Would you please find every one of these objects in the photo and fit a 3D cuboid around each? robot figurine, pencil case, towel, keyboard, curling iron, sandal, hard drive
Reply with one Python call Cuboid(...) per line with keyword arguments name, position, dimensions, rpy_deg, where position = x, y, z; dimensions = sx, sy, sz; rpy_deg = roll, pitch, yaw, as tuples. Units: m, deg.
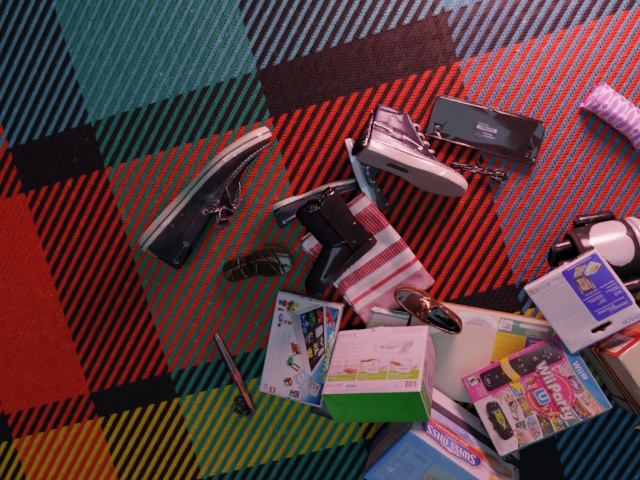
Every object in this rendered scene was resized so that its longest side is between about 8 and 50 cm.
Cuboid(name="robot figurine", position=(0.755, 0.034, 1.571), dimensions=(0.278, 0.173, 0.209), rpy_deg=(-12, 95, 6))
Cuboid(name="pencil case", position=(0.794, -0.328, 1.574), dimensions=(0.206, 0.086, 0.088), rpy_deg=(38, 132, 2))
Cuboid(name="towel", position=(0.183, 0.263, 1.690), dimensions=(0.113, 0.023, 0.152), rpy_deg=(11, 117, -4))
Cuboid(name="keyboard", position=(0.444, -0.268, 1.635), dimensions=(0.317, 0.033, 0.202), rpy_deg=(16, 95, 4))
Cuboid(name="curling iron", position=(-0.266, 0.406, 1.767), dimensions=(0.068, 0.035, 0.274), rpy_deg=(-19, 95, 6))
Cuboid(name="sandal", position=(-0.177, 0.071, 1.715), dimensions=(0.219, 0.060, 0.090), rpy_deg=(-17, 89, 21))
Cuboid(name="hard drive", position=(0.037, 0.460, 1.755), dimensions=(0.094, 0.022, 0.135), rpy_deg=(20, 98, 3))
Cuboid(name="towel", position=(0.130, 0.061, 1.662), dimensions=(0.237, 0.037, 0.329), rpy_deg=(-37, 100, 14))

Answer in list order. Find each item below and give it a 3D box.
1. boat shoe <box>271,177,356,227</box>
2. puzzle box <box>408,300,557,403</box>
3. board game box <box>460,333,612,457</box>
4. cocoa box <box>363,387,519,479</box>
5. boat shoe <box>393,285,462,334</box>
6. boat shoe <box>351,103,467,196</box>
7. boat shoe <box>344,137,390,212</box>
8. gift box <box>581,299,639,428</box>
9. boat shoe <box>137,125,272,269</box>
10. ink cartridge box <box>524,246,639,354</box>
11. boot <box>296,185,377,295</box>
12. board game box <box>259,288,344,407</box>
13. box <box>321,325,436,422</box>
Cuboid(name="boat shoe", position=(-0.013, -0.105, 1.658), dimensions=(0.254, 0.095, 0.079), rpy_deg=(-20, 93, 8))
Cuboid(name="puzzle box", position=(0.444, 0.329, 1.692), dimensions=(0.409, 0.052, 0.272), rpy_deg=(10, 97, 3))
Cuboid(name="board game box", position=(0.560, 0.407, 1.565), dimensions=(0.303, 0.097, 0.224), rpy_deg=(-26, 61, 5))
Cuboid(name="cocoa box", position=(0.333, 0.604, 1.615), dimensions=(0.347, 0.228, 0.231), rpy_deg=(35, 118, 0))
Cuboid(name="boat shoe", position=(0.297, 0.191, 1.624), dimensions=(0.207, 0.073, 0.073), rpy_deg=(26, 103, 1))
Cuboid(name="boat shoe", position=(0.261, -0.247, 1.609), dimensions=(0.340, 0.127, 0.158), rpy_deg=(22, 71, -16))
Cuboid(name="boat shoe", position=(0.134, -0.183, 1.647), dimensions=(0.076, 0.080, 0.228), rpy_deg=(-22, 95, 1))
Cuboid(name="gift box", position=(0.860, 0.338, 1.563), dimensions=(0.276, 0.255, 0.258), rpy_deg=(-37, 91, 2))
Cuboid(name="boat shoe", position=(-0.295, -0.113, 1.643), dimensions=(0.156, 0.187, 0.500), rpy_deg=(44, 103, -6))
Cuboid(name="ink cartridge box", position=(0.666, 0.154, 1.504), dimensions=(0.206, 0.045, 0.208), rpy_deg=(-36, 87, 27))
Cuboid(name="boot", position=(0.000, 0.000, 1.584), dimensions=(0.246, 0.094, 0.207), rpy_deg=(-41, 104, 6))
Cuboid(name="board game box", position=(-0.055, 0.311, 1.718), dimensions=(0.193, 0.053, 0.305), rpy_deg=(13, 97, 10))
Cuboid(name="box", position=(0.161, 0.352, 1.580), dimensions=(0.262, 0.231, 0.127), rpy_deg=(-8, 124, 20))
